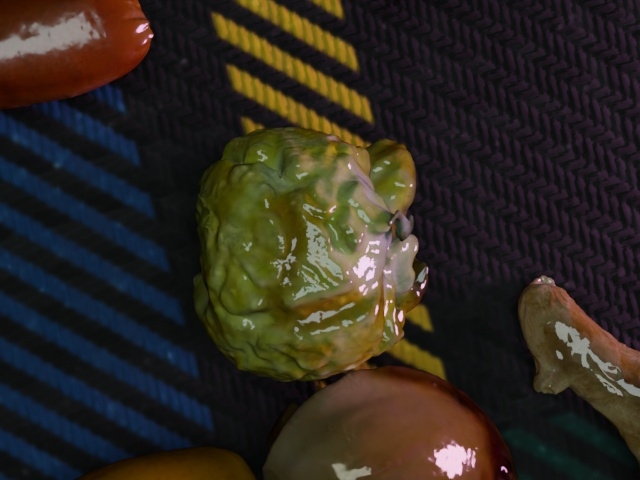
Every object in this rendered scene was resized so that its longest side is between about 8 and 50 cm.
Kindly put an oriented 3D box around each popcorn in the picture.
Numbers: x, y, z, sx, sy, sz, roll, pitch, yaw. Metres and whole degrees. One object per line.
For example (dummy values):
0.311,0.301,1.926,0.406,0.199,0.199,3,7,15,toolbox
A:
0.000,0.000,1.278,0.212,0.198,0.198,-25,90,-40,popcorn

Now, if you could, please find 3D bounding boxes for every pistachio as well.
0.054,0.175,1.295,0.210,0.130,0.165,15,90,-19,pistachio

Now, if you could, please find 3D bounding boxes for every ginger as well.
0.291,0.138,1.344,0.334,0.081,0.148,29,102,-2,ginger

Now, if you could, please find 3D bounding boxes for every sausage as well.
-0.271,-0.133,1.298,0.300,0.083,0.089,-10,86,-3,sausage

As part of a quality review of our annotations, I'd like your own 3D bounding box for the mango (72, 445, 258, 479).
-0.161,0.289,1.239,0.199,0.201,0.350,41,75,-30,mango
